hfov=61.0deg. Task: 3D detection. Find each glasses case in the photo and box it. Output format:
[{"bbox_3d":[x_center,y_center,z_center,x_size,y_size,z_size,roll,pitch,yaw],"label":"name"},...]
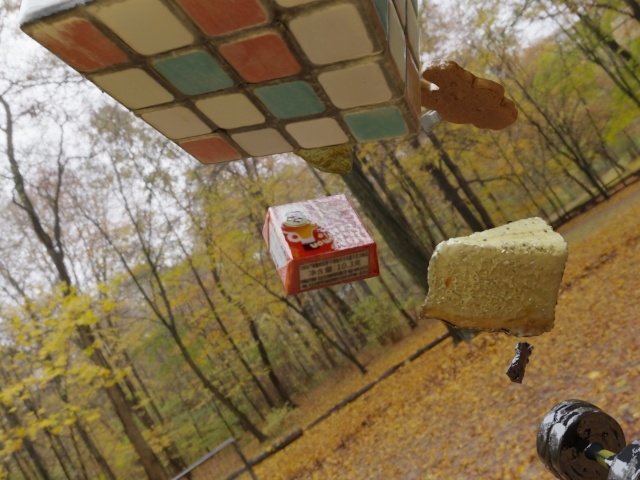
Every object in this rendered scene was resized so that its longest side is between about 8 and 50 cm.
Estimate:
[{"bbox_3d":[0.386,-0.391,1.593,0.204,0.047,0.071,-33,-1,-23],"label":"glasses case"}]

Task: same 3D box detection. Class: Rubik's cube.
[{"bbox_3d":[-0.058,-0.243,0.484,0.253,0.257,0.259,-5,-19,19],"label":"Rubik's cube"}]

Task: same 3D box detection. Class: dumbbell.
[{"bbox_3d":[0.585,0.443,1.071,0.185,0.185,0.388,-31,7,-10],"label":"dumbbell"}]

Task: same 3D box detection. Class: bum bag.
[{"bbox_3d":[0.572,0.348,1.561,0.125,0.057,0.034,-63,7,-19],"label":"bum bag"}]

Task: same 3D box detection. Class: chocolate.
[{"bbox_3d":[0.000,0.000,1.311,0.237,0.235,0.108,-9,-46,-16],"label":"chocolate"}]

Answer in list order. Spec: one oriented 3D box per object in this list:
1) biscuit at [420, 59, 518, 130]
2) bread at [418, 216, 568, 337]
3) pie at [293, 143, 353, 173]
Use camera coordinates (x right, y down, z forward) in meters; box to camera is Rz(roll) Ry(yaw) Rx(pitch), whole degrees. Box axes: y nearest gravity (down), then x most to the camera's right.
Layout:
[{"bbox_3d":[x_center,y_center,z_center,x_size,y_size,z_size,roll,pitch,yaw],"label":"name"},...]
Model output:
[{"bbox_3d":[0.345,-0.346,1.316,0.295,0.044,0.186,20,-18,-24],"label":"biscuit"},{"bbox_3d":[0.417,0.076,1.343,0.279,0.315,0.249,-60,-23,-66],"label":"bread"},{"bbox_3d":[-0.032,-0.256,1.185,0.257,0.274,0.105,16,60,47],"label":"pie"}]
